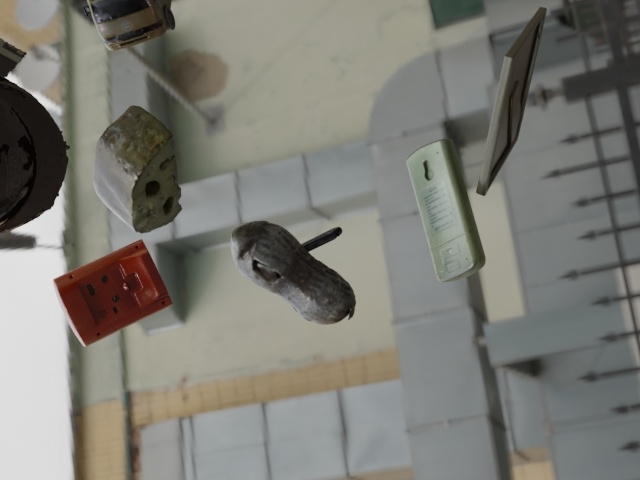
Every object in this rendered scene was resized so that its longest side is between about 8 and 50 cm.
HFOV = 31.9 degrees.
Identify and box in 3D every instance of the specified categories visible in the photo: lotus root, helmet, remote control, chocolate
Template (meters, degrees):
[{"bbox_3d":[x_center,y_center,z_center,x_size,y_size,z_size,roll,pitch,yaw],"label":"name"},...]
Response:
[{"bbox_3d":[-0.318,-0.114,1.952,0.138,0.119,0.235,-43,-22,-32],"label":"lotus root"},{"bbox_3d":[-0.485,-0.098,1.380,0.177,0.305,0.225,-53,-33,-67],"label":"helmet"},{"bbox_3d":[0.208,-0.049,1.868,0.038,0.098,0.233,-1,-110,-43],"label":"remote control"},{"bbox_3d":[-0.048,0.056,1.906,0.248,0.110,0.110,40,-154,-7],"label":"chocolate"}]

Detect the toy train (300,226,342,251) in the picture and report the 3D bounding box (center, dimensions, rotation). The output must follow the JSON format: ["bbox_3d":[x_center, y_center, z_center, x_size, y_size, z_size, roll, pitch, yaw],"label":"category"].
[{"bbox_3d":[0.000,0.000,1.944,0.017,0.083,0.017,61,-173,-19],"label":"toy train"}]

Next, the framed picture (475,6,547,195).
[{"bbox_3d":[0.314,-0.227,1.831,0.192,0.018,0.265,-52,-25,-46],"label":"framed picture"}]

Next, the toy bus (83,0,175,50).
[{"bbox_3d":[-0.363,-0.499,2.150,0.289,0.139,0.157,-91,-18,-47],"label":"toy bus"}]

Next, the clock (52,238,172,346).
[{"bbox_3d":[-0.311,0.078,1.675,0.113,0.155,0.061,64,161,-2],"label":"clock"}]

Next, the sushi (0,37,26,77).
[{"bbox_3d":[-0.679,-0.377,1.823,0.373,0.100,0.296,30,-146,-11],"label":"sushi"}]
